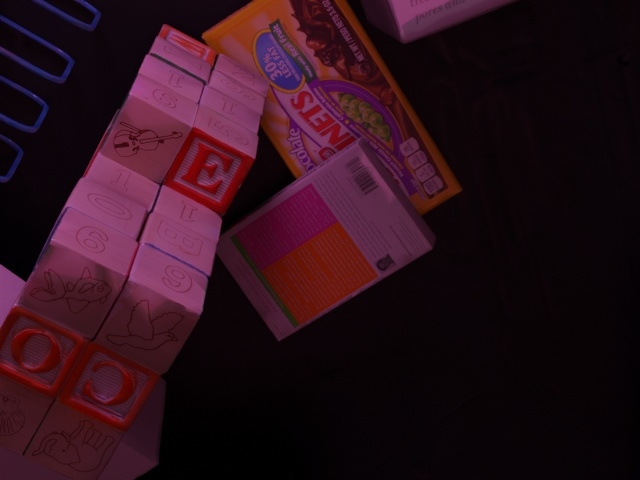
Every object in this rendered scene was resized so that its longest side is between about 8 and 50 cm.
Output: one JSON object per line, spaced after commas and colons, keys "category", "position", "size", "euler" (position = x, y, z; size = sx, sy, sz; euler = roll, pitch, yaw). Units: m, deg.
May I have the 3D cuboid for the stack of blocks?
{"category": "stack of blocks", "position": [-0.116, -0.010, 0.715], "size": [0.087, 0.297, 0.171], "euler": [28, 112, -11]}

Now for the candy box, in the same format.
{"category": "candy box", "position": [0.011, -0.095, 0.854], "size": [0.105, 0.027, 0.206], "euler": [-32, 106, 9]}

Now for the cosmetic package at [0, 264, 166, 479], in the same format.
{"category": "cosmetic package", "position": [-0.340, 0.102, 0.776], "size": [0.284, 0.097, 0.377], "euler": [-37, 119, 23]}

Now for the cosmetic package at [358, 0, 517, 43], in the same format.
{"category": "cosmetic package", "position": [0.083, -0.231, 0.740], "size": [0.151, 0.184, 0.151], "euler": [-22, 106, 2]}

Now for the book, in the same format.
{"category": "book", "position": [0.000, 0.000, 0.856], "size": [0.144, 0.035, 0.096], "euler": [-31, 102, 23]}

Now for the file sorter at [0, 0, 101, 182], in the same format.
{"category": "file sorter", "position": [-0.238, -0.109, 0.784], "size": [0.104, 0.118, 0.170], "euler": [30, 101, -15]}
